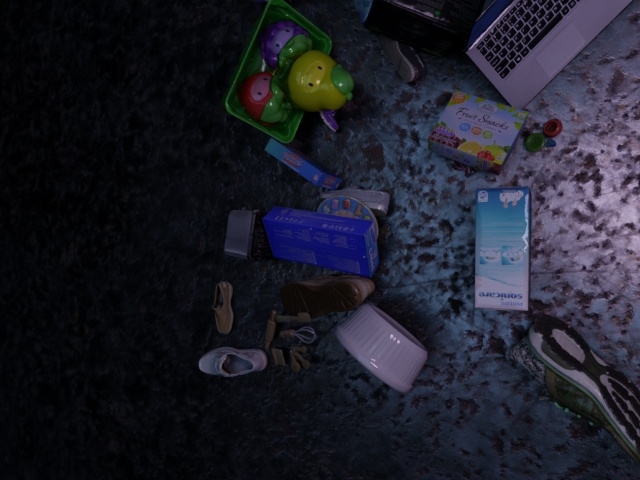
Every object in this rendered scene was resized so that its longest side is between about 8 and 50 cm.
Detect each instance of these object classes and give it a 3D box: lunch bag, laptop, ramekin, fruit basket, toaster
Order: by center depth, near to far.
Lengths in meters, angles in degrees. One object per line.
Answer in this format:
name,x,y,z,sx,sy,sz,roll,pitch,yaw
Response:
laptop,0.536,-0.512,1.034,0.382,0.408,0.236,-46,32,18
ramekin,0.177,0.289,1.311,0.273,0.273,0.127,39,93,20
fruit basket,-0.091,-0.488,1.388,0.392,0.283,0.391,-28,51,41
lunch bag,0.181,-0.727,1.393,0.151,0.096,0.128,-29,78,32
toaster,-0.217,-0.012,1.539,0.110,0.168,0.185,8,92,27

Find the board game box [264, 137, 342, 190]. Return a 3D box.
board game box,-0.051,-0.236,1.465,0.210,0.160,0.047,36,104,20

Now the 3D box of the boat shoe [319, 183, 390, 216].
boat shoe,0.108,-0.131,1.447,0.228,0.079,0.081,12,71,26

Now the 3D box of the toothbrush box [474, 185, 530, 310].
toothbrush box,0.471,0.019,1.196,0.126,0.216,0.295,-1,91,25

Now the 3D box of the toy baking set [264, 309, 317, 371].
toy baking set,-0.099,0.315,1.527,0.197,0.030,0.255,23,117,27

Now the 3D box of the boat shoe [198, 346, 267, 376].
boat shoe,-0.323,0.424,1.624,0.277,0.096,0.098,-12,86,24

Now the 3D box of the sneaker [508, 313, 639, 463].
sneaker,0.650,0.382,1.185,0.410,0.158,0.182,51,140,14

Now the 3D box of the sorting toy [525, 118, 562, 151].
sorting toy,0.599,-0.271,1.237,0.102,0.042,0.061,-46,57,30

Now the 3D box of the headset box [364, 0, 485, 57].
headset box,0.263,-0.610,1.229,0.247,0.283,0.131,18,99,-7

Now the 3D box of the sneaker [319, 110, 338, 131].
sneaker,0.031,-0.428,1.480,0.071,0.068,0.169,-15,83,18

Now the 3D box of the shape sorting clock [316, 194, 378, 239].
shape sorting clock,0.078,-0.044,1.431,0.207,0.040,0.206,16,131,20

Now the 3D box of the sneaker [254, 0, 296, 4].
sneaker,-0.080,-0.885,1.508,0.182,0.127,0.315,38,112,16

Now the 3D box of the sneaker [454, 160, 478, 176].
sneaker,0.394,-0.229,1.328,0.119,0.047,0.057,51,120,17

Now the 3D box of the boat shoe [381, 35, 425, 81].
boat shoe,0.247,-0.562,1.395,0.065,0.075,0.205,-18,73,-20

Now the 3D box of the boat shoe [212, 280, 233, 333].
boat shoe,-0.354,0.240,1.651,0.068,0.072,0.189,-3,89,25

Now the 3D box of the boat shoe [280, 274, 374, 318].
boat shoe,0.015,0.172,1.465,0.341,0.110,0.121,-7,98,42

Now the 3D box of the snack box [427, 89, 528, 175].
snack box,0.423,-0.294,1.267,0.207,0.070,0.174,27,78,21

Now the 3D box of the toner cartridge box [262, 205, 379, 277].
toner cartridge box,0.000,0.000,1.435,0.348,0.075,0.165,11,134,27
